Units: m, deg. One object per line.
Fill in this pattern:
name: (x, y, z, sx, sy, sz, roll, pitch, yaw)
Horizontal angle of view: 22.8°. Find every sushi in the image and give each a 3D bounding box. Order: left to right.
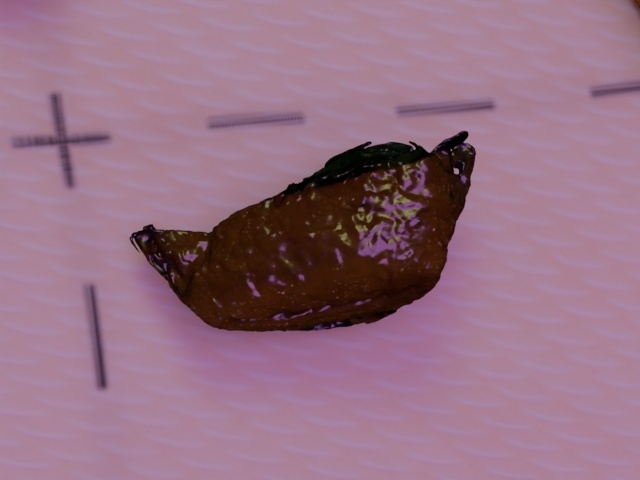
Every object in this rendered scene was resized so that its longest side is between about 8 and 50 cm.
sushi: (0.000, 0.000, 1.323, 0.287, 0.149, 0.140, -16, 70, 17)

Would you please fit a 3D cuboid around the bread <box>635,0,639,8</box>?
bread: (0.324, -0.261, 1.382, 0.143, 0.139, 0.229, -25, 83, -10)
